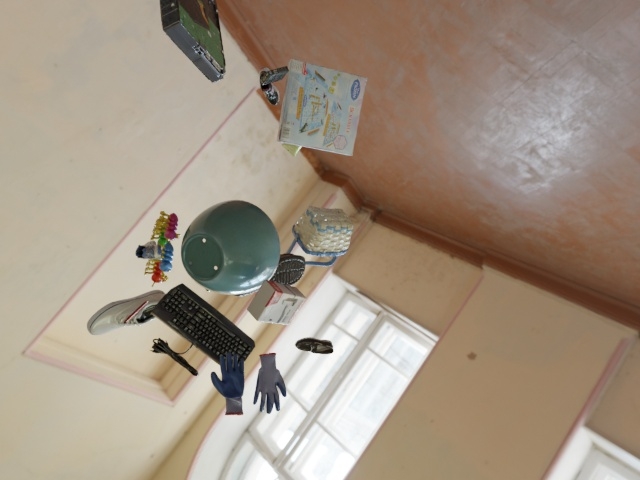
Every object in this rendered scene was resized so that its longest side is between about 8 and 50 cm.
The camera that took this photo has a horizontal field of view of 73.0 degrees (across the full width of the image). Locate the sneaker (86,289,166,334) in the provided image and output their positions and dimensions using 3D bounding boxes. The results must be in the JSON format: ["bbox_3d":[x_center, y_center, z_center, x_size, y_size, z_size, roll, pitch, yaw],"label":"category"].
[{"bbox_3d":[-0.615,0.239,1.402,0.091,0.258,0.094,32,138,43],"label":"sneaker"}]

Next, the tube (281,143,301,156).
[{"bbox_3d":[-0.106,-0.532,2.242,0.240,0.062,0.070,-36,67,43],"label":"tube"}]

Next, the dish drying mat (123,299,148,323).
[{"bbox_3d":[-0.520,0.201,1.220,0.008,0.083,0.032,42,130,-6],"label":"dish drying mat"}]

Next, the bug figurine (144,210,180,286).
[{"bbox_3d":[-0.491,0.027,1.354,0.072,0.216,0.279,10,162,-25],"label":"bug figurine"}]

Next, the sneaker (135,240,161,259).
[{"bbox_3d":[-0.477,0.026,1.180,0.058,0.052,0.135,-1,-179,-34],"label":"sneaker"}]

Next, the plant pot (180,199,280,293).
[{"bbox_3d":[-0.287,0.032,1.253,0.290,0.290,0.195,36,-163,10],"label":"plant pot"}]

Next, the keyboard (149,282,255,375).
[{"bbox_3d":[-0.362,0.292,1.275,0.317,0.202,0.033,43,162,-16],"label":"keyboard"}]

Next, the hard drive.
[{"bbox_3d":[-0.376,-0.666,1.264,0.237,0.064,0.339,38,-144,-64],"label":"hard drive"}]

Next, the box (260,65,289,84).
[{"bbox_3d":[-0.156,-0.558,1.466,0.067,0.083,0.018,-19,98,61],"label":"box"}]

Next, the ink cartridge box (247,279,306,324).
[{"bbox_3d":[-0.117,0.172,1.180,0.056,0.099,0.135,38,-169,37],"label":"ink cartridge box"}]

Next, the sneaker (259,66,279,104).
[{"bbox_3d":[-0.246,-0.697,1.992,0.071,0.077,0.178,-7,138,18],"label":"sneaker"}]

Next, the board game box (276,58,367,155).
[{"bbox_3d":[0.004,-0.529,1.749,0.317,0.319,0.066,8,-169,-17],"label":"board game box"}]

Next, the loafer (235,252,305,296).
[{"bbox_3d":[-0.215,0.110,1.679,0.365,0.134,0.130,-7,-155,-41],"label":"loafer"}]

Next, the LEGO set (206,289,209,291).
[{"bbox_3d":[-0.361,0.165,1.823,0.244,0.182,0.060,-9,-123,-52],"label":"LEGO set"}]

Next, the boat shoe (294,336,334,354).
[{"bbox_3d":[-0.017,0.327,1.325,0.125,0.046,0.038,13,-152,-25],"label":"boat shoe"}]

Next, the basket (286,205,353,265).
[{"bbox_3d":[0.000,0.000,1.850,0.254,0.289,0.201,3,-143,-34],"label":"basket"}]

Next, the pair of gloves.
[{"bbox_3d":[-0.183,0.366,1.112,0.198,0.159,0.023,5,149,-27],"label":"pair of gloves"}]
